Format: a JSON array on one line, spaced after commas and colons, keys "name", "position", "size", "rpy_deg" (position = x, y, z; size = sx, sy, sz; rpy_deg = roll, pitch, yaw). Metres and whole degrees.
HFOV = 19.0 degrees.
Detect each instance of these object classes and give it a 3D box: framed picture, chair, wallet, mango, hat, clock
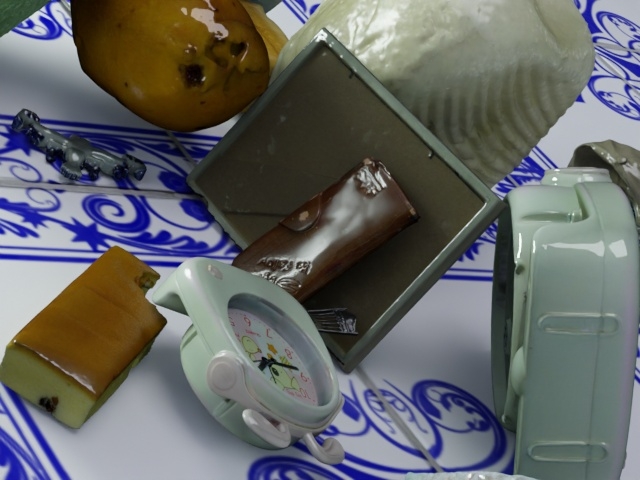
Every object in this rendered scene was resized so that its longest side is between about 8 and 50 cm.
[{"name": "framed picture", "position": [0.014, -0.044, 1.803], "size": [0.289, 0.211, 0.020], "rpy_deg": [47, 7, 35]}, {"name": "chair", "position": [-0.013, 0.083, 1.721], "size": [0.086, 0.042, 0.037], "rpy_deg": [4, 37, -25]}, {"name": "wallet", "position": [0.000, 0.000, 1.751], "size": [0.026, 0.176, 0.095], "rpy_deg": [47, 9, -47]}, {"name": "mango", "position": [-0.156, -0.198, 1.913], "size": [0.201, 0.153, 0.287], "rpy_deg": [30, 2, -25]}, {"name": "hat", "position": [0.408, -0.068, 2.339], "size": [0.173, 0.144, 0.166], "rpy_deg": [-24, 56, -32]}, {"name": "clock", "position": [0.217, 0.068, 1.754], "size": [0.108, 0.265, 0.324], "rpy_deg": [1, 21, 0]}, {"name": "clock", "position": [-0.052, 0.107, 1.582], "size": [0.151, 0.062, 0.191], "rpy_deg": [24, 30, -45]}]

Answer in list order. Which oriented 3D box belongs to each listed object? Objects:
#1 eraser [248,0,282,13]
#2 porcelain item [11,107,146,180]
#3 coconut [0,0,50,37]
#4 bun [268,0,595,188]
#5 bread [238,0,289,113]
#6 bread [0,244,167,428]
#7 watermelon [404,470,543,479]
[{"name": "eraser", "position": [-0.166, -0.312, 2.178], "size": [0.227, 0.174, 0.081], "rpy_deg": [10, 72, -32]}, {"name": "porcelain item", "position": [-0.233, -0.078, 1.824], "size": [0.136, 0.021, 0.075], "rpy_deg": [23, 26, -11]}, {"name": "coconut", "position": [-0.384, -0.316, 1.841], "size": [0.328, 0.281, 0.328], "rpy_deg": [-15, 31, 9]}, {"name": "bun", "position": [0.104, -0.181, 2.016], "size": [0.227, 0.352, 0.349], "rpy_deg": [59, 0, 24]}, {"name": "bread", "position": [-0.095, -0.205, 2.123], "size": [0.134, 0.085, 0.173], "rpy_deg": [15, 27, -33]}, {"name": "bread", "position": [-0.182, 0.074, 1.564], "size": [0.088, 0.049, 0.226], "rpy_deg": [31, 25, 5]}, {"name": "watermelon", "position": [0.167, 0.246, 1.405], "size": [0.319, 0.214, 0.289], "rpy_deg": [-7, 40, -33]}]
